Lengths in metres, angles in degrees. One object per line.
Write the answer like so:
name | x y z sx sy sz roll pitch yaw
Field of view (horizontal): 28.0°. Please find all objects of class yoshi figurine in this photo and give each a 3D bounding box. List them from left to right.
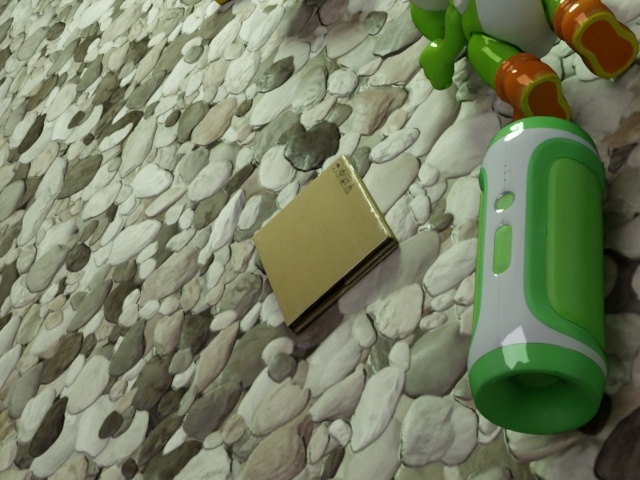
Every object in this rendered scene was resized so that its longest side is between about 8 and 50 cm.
yoshi figurine | 0.203 -0.257 1.486 0.362 0.203 0.203 52 140 42

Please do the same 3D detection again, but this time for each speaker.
speaker | 0.204 0.026 1.197 0.131 0.131 0.297 -23 41 34

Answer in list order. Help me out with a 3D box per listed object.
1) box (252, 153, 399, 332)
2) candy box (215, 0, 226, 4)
box | 0.000 0.000 1.556 0.164 0.021 0.201 -42 34 12
candy box | -0.092 -0.467 2.115 0.206 0.027 0.105 -18 49 39
